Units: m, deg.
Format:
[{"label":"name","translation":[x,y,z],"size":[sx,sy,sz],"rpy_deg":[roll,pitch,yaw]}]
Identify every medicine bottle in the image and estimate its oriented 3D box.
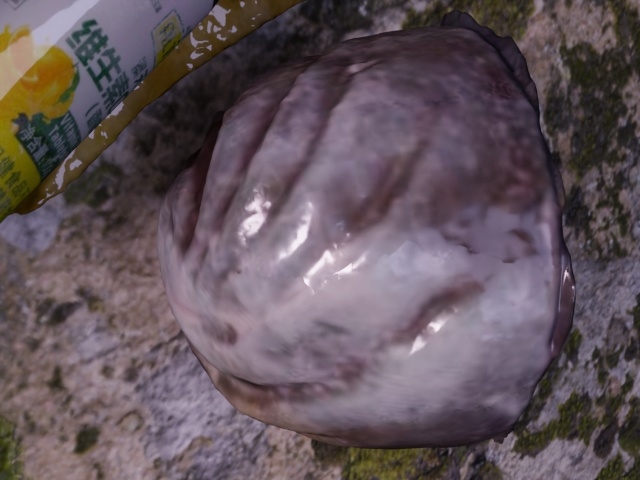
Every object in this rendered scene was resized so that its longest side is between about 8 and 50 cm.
[{"label":"medicine bottle","translation":[-0.151,-0.138,0.649],"size":[0.293,0.141,0.141],"rpy_deg":[-49,131,-17]}]

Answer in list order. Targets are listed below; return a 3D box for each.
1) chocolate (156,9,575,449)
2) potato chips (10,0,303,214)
[{"label":"chocolate","translation":[0.000,0.000,0.773],"size":[0.213,0.303,0.303],"rpy_deg":[-2,108,-23]},{"label":"potato chips","translation":[-0.058,-0.149,0.785],"size":[0.407,0.057,0.080],"rpy_deg":[-37,124,-26]}]
